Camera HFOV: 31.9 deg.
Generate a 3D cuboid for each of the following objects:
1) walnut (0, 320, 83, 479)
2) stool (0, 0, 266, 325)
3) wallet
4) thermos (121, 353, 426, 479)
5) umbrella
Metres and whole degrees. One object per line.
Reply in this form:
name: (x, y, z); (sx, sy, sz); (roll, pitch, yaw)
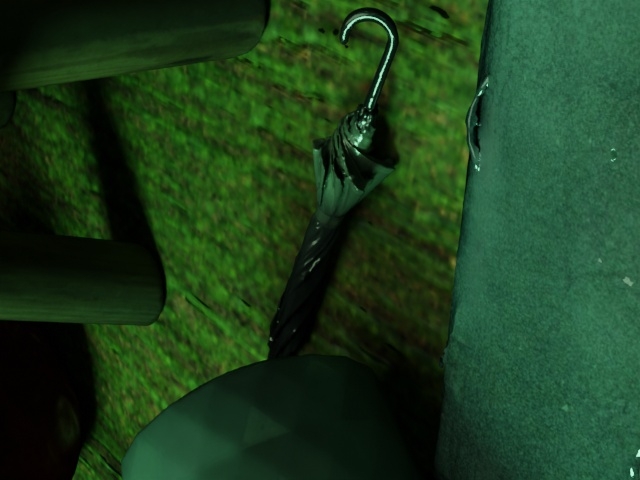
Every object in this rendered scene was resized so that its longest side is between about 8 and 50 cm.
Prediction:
walnut: (-0.300, 0.126, 0.791); (0.222, 0.244, 0.269); (-33, 99, 4)
stool: (-0.220, -0.092, 0.663); (0.310, 0.226, 0.310); (48, 133, 28)
wallet: (0.130, -0.033, 0.431); (0.191, 0.046, 0.379); (23, 118, 43)
thermos: (0.003, 0.211, 0.517); (0.182, 0.145, 0.286); (-40, 55, 24)
umbrella: (0.005, 0.001, 0.592); (0.044, 0.044, 0.269); (16, 128, 3)
